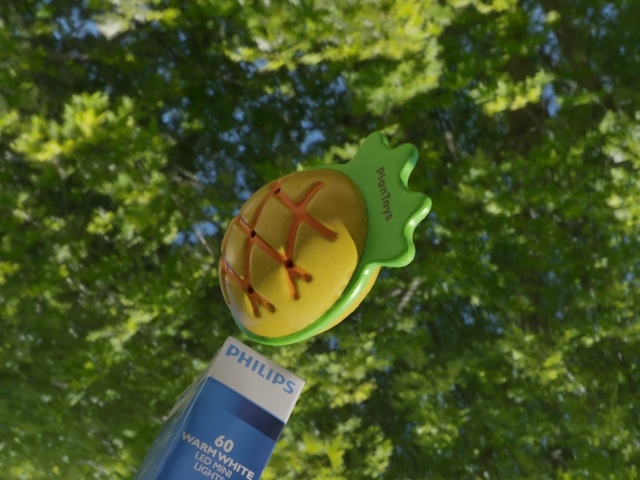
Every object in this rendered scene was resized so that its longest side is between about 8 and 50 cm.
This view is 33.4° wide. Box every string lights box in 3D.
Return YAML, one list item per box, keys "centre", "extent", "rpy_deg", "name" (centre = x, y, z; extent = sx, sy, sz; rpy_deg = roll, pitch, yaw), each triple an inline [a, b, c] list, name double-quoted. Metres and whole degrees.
- centre: [-0.114, 0.214, 0.813]
  extent: [0.076, 0.133, 0.260]
  rpy_deg: [32, -128, -6]
  name: "string lights box"

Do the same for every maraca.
- centre: [0.000, 0.000, 0.742]
  extent: [0.185, 0.099, 0.127]
  rpy_deg: [-33, -126, 31]
  name: "maraca"
